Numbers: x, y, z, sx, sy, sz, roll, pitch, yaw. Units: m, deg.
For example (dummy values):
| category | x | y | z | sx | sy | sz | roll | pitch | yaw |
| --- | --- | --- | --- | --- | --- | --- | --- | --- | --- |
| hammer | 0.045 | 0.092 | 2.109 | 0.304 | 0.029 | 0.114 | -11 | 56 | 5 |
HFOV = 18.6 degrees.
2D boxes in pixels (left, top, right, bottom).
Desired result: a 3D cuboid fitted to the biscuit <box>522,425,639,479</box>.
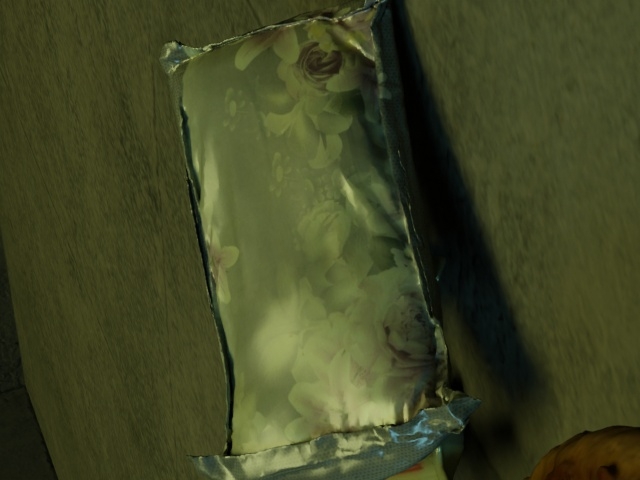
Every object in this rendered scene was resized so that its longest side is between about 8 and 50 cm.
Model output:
| category | x | y | z | sx | sy | sz | roll | pitch | yaw |
| --- | --- | --- | --- | --- | --- | --- | --- | --- | --- |
| biscuit | 0.160 | 0.230 | 0.726 | 0.289 | 0.081 | 0.334 | 178 | 78 | -71 |

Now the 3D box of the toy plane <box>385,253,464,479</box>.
| category | x | y | z | sx | sy | sz | roll | pitch | yaw |
| --- | --- | --- | --- | --- | --- | --- | --- | --- | --- |
| toy plane | 0.012 | 0.102 | 1.085 | 0.242 | 0.104 | 0.256 | -132 | 45 | -56 |

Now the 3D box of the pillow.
| category | x | y | z | sx | sy | sz | roll | pitch | yaw |
| --- | --- | --- | --- | --- | --- | --- | --- | --- | --- |
| pillow | 0.000 | 0.000 | 0.987 | 0.169 | 0.059 | 0.255 | -19 | 71 | 35 |
